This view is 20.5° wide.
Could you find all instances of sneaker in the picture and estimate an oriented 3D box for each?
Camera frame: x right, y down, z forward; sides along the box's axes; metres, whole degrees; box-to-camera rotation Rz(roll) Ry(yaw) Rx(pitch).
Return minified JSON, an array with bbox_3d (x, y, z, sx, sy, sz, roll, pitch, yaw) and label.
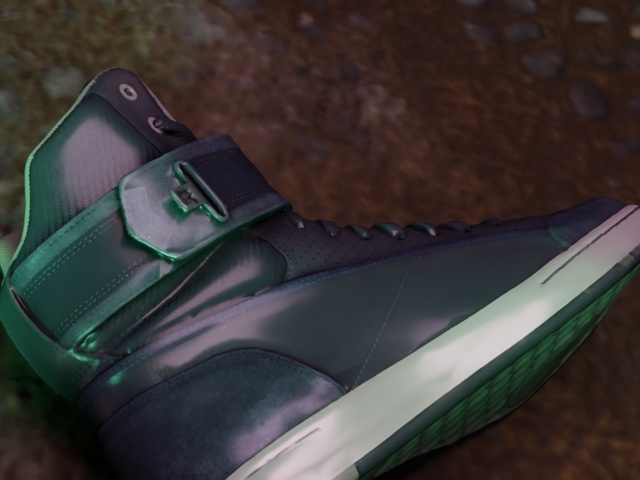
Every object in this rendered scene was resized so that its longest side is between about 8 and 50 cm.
[{"bbox_3d":[0.000,-0.001,0.586,0.226,0.086,0.163,-28,67,-38],"label":"sneaker"}]
